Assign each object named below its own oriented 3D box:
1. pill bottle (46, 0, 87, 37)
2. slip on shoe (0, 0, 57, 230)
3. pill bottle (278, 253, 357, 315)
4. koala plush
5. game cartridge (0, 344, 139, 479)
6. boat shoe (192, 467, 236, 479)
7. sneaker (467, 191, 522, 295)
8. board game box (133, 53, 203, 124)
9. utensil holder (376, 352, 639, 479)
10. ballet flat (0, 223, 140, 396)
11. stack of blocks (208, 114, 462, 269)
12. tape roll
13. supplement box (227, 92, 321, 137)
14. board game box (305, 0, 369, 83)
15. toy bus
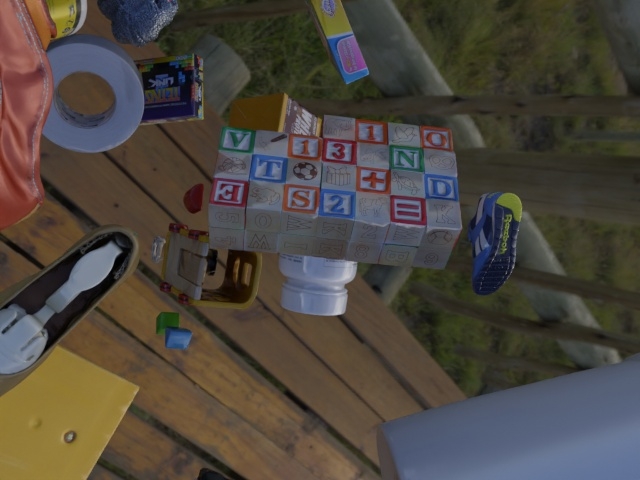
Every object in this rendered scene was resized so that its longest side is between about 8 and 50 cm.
[{"bbox_3d":[-0.699,-0.520,1.544,0.334,0.188,0.187,-39,123,-51],"label":"pill bottle"},{"bbox_3d":[-0.225,-0.155,0.445,0.101,0.123,0.331,-23,125,-57],"label":"slip on shoe"},{"bbox_3d":[0.000,0.000,1.417,0.160,0.160,0.282,3,96,-41],"label":"pill bottle"},{"bbox_3d":[-0.425,-0.539,1.461,0.221,0.196,0.203,46,27,-49],"label":"koala plush"},{"bbox_3d":[-0.538,0.332,1.302,0.324,0.053,0.285,41,71,-37],"label":"game cartridge"},{"bbox_3d":[-0.103,0.399,0.673,0.158,0.127,0.340,21,103,-3],"label":"boat shoe"},{"bbox_3d":[0.227,0.003,0.938,0.053,0.059,0.144,4,103,-27],"label":"sneaker"},{"bbox_3d":[-0.349,-0.338,1.577,0.048,0.170,0.141,9,79,-71],"label":"board game box"},{"bbox_3d":[0.293,0.340,0.878,0.386,0.327,0.327,-13,110,-4],"label":"utensil holder"},{"bbox_3d":[-0.266,0.063,0.672,0.080,0.073,0.232,46,67,-12],"label":"ballet flat"},{"bbox_3d":[0.017,-0.069,0.888,0.087,0.297,0.171,100,-6,-52],"label":"stack of blocks"},{"bbox_3d":[-0.455,-0.284,1.363,0.219,0.072,0.219,-7,122,-11],"label":"tape roll"},{"bbox_3d":[-0.134,-0.323,2.048,0.194,0.191,0.129,25,69,-54],"label":"supplement box"},{"bbox_3d":[0.013,-0.566,1.726,0.064,0.242,0.316,-25,117,4],"label":"board game box"},{"bbox_3d":[-0.155,0.035,0.971,0.105,0.191,0.202,9,48,-27],"label":"toy bus"}]
